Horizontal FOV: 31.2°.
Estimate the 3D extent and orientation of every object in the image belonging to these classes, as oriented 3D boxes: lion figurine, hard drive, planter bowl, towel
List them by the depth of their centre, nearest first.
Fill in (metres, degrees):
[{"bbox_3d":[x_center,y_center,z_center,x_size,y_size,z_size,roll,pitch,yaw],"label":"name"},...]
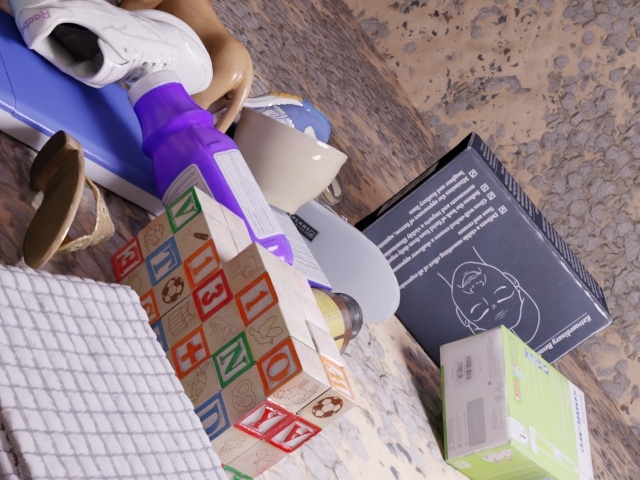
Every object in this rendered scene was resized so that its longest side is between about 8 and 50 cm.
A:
[{"bbox_3d":[-0.191,0.157,0.811,0.283,0.121,0.235,59,19,21],"label":"towel"},{"bbox_3d":[-0.297,-0.158,1.359,0.319,0.040,0.210,32,24,-50],"label":"hard drive"},{"bbox_3d":[-0.184,-0.281,1.590,0.392,0.240,0.142,55,16,11],"label":"lion figurine"},{"bbox_3d":[-0.058,-0.103,1.598,0.162,0.109,0.162,26,1,-1],"label":"planter bowl"}]

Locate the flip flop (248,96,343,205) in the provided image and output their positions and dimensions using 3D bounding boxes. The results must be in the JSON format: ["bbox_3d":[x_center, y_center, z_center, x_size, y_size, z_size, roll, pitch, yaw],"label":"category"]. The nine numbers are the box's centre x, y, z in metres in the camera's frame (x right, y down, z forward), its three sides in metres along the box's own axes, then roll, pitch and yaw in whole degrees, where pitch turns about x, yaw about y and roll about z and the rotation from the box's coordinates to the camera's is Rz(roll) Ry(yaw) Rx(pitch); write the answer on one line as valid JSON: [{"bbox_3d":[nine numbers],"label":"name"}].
[{"bbox_3d":[-0.078,-0.148,1.925,0.277,0.080,0.112,36,20,1],"label":"flip flop"}]

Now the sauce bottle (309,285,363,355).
[{"bbox_3d":[-0.026,0.112,1.398,0.111,0.111,0.344,54,14,10],"label":"sauce bottle"}]

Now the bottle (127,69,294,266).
[{"bbox_3d":[-0.136,-0.066,1.343,0.092,0.118,0.282,-18,72,-39],"label":"bottle"}]

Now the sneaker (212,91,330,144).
[{"bbox_3d":[-0.104,-0.158,1.756,0.296,0.112,0.131,8,51,-36],"label":"sneaker"}]

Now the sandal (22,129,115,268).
[{"bbox_3d":[-0.240,-0.032,1.149,0.079,0.088,0.240,36,16,-28],"label":"sandal"}]

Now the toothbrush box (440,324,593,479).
[{"bbox_3d":[0.316,0.294,1.826,0.283,0.122,0.206,36,42,-40],"label":"toothbrush box"}]

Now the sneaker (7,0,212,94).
[{"bbox_3d":[-0.251,-0.224,1.392,0.305,0.114,0.152,21,39,-45],"label":"sneaker"}]

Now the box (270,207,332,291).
[{"bbox_3d":[-0.067,0.023,1.548,0.137,0.072,0.126,58,16,25],"label":"box"}]

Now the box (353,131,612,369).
[{"bbox_3d":[0.282,0.054,2.062,0.395,0.293,0.212,51,16,-3],"label":"box"}]

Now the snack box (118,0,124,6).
[{"bbox_3d":[-0.246,-0.337,1.881,0.187,0.060,0.322,42,18,-33],"label":"snack box"}]

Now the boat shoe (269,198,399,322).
[{"bbox_3d":[-0.003,0.003,1.716,0.306,0.113,0.105,37,8,5],"label":"boat shoe"}]

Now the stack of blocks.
[{"bbox_3d":[-0.096,0.083,1.141,0.087,0.171,0.297,37,20,-43],"label":"stack of blocks"}]
